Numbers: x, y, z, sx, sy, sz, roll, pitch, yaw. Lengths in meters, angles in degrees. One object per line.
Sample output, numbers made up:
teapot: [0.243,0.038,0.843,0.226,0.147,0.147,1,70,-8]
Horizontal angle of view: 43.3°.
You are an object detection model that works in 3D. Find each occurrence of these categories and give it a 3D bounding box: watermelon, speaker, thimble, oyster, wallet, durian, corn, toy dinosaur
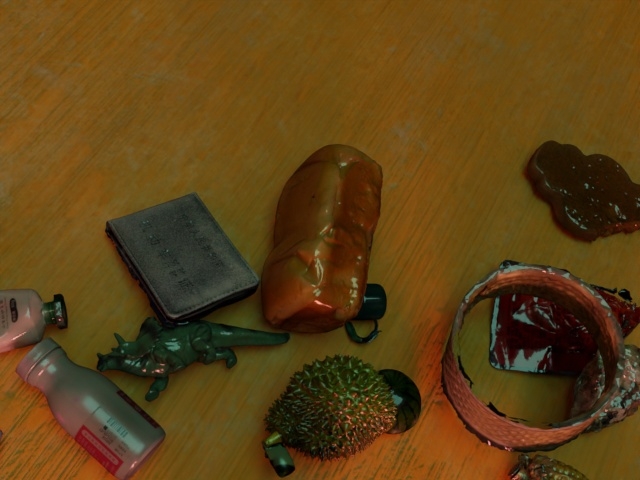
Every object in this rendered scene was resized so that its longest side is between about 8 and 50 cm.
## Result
watermelon: [0.110,0.244,1.251,0.105,0.062,0.105,6,56,-10]
speaker: [0.066,0.116,1.308,0.075,0.060,0.094,1,101,-15]
thimble: [0.323,0.184,1.248,0.270,0.150,0.271,-2,65,4]
oyster: [0.474,0.249,1.328,0.125,0.064,0.177,24,89,-6]
wallet: [-0.211,0.025,1.244,0.167,0.036,0.222,-22,60,-29]
durian: [0.013,0.246,1.171,0.159,0.198,0.146,18,49,-58]
corn: [0.424,0.434,1.222,0.317,0.115,0.115,32,62,-1]
toy dinosaur: [-0.179,0.167,1.190,0.292,0.079,0.120,2,44,-13]

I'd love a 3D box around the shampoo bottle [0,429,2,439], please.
shampoo bottle: [-0.483,0.303,1.060,0.103,0.061,0.258,9,65,-11]

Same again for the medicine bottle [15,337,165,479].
medicine bottle: [-0.321,0.230,1.122,0.216,0.090,0.090,41,62,6]

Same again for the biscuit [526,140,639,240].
biscuit: [0.537,-0.077,1.524,0.319,0.047,0.183,14,66,-9]

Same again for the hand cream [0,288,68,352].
hand cream: [-0.532,0.127,1.134,0.336,0.076,0.121,-9,67,-12]

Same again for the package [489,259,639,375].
package: [0.427,0.144,1.378,0.269,0.071,0.194,14,63,-8]

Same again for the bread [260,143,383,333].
bread: [0.000,0.000,1.277,0.132,0.167,0.294,31,58,-27]
